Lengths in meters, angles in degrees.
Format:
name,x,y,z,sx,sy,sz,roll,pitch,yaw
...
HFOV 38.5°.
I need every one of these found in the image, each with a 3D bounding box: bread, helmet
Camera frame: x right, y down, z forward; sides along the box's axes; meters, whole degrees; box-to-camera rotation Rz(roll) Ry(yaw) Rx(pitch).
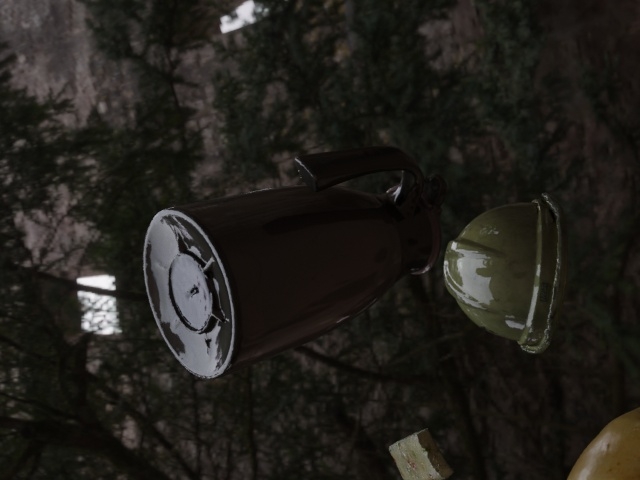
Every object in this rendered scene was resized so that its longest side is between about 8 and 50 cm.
name,x,y,z,sx,sy,sz,roll,pitch,yaw
bread,0.132,0.294,1.232,0.028,0.153,0.068,-26,-101,-18
helmet,0.228,0.033,1.182,0.257,0.137,0.204,-47,-36,-80

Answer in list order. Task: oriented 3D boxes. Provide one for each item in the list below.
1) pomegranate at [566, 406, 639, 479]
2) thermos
name,x,y,z,sx,sy,sz,roll,pitch,yaw
pomegranate,0.433,0.345,1.097,0.307,0.307,0.307,6,-99,-47
thermos,0.000,0.000,0.585,0.193,0.105,0.137,-15,-41,-35
